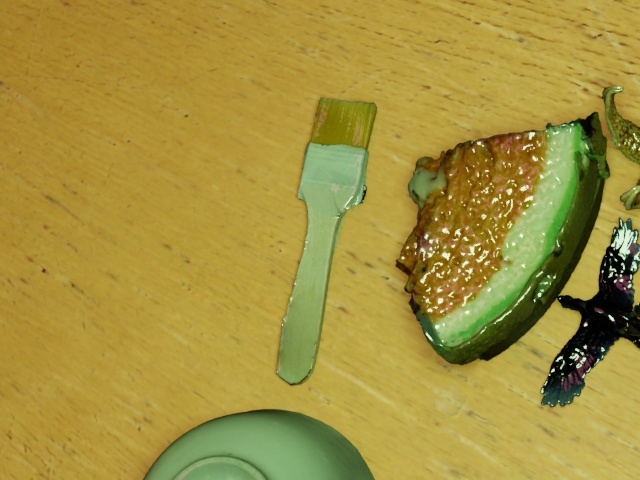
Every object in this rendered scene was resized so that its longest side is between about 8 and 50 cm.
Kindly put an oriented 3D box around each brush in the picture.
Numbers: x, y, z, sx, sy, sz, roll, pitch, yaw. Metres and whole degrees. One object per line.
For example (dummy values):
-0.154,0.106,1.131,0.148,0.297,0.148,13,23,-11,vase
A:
0.000,0.000,1.947,0.085,0.020,0.336,8,76,19,brush

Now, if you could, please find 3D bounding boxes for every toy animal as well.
0.300,0.081,1.812,0.108,0.062,0.220,15,79,40,toy animal

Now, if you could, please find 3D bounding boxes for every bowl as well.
-0.087,0.305,1.808,0.289,0.146,0.289,-6,71,17,bowl

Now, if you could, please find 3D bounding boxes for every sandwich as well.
0.182,0.001,1.846,0.212,0.109,0.292,9,73,27,sandwich

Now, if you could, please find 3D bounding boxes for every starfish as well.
0.364,-0.116,1.823,0.146,0.074,0.190,6,72,-7,starfish
